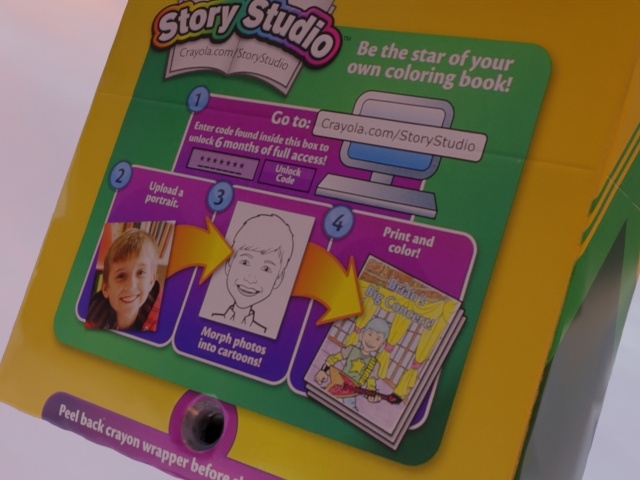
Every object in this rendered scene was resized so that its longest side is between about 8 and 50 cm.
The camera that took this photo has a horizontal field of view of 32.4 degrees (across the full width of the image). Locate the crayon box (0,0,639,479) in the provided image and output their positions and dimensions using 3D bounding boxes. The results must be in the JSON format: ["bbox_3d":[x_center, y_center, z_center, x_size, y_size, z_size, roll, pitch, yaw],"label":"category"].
[{"bbox_3d":[0.000,0.000,0.662,0.363,0.313,0.106,13,171,35],"label":"crayon box"}]
